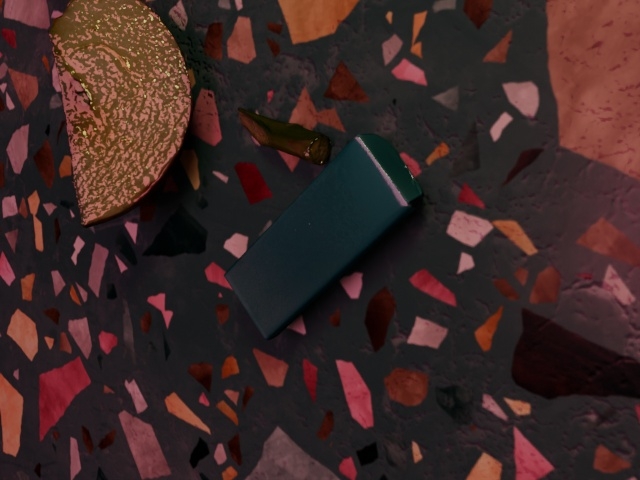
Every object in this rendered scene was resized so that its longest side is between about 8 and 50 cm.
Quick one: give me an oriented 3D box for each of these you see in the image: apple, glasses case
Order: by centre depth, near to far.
[{"bbox_3d":[0.001,0.001,0.996,0.301,0.070,0.117,-43,72,31],"label":"glasses case"},{"bbox_3d":[-0.310,-0.199,1.169,0.254,0.179,0.346,-12,86,52],"label":"apple"}]

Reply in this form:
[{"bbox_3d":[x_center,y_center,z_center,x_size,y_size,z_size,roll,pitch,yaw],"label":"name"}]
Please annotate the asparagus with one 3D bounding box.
[{"bbox_3d":[-0.061,-0.146,1.051,0.178,0.041,0.045,24,100,37],"label":"asparagus"}]
